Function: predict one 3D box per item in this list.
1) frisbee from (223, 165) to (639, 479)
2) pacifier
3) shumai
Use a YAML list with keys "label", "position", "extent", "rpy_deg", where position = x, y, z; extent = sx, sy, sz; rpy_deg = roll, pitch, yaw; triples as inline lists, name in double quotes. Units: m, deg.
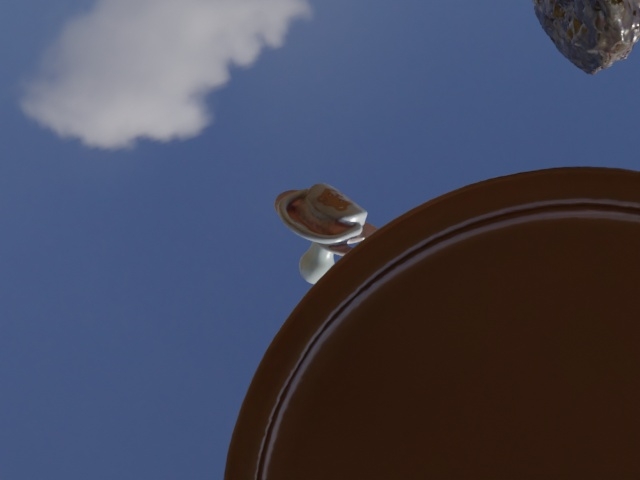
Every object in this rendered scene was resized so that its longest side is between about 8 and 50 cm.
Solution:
- label: "frisbee"
  position: [0.089, 0.100, 0.566]
  extent: [0.250, 0.251, 0.021]
  rpy_deg: [-15, 174, 6]
- label: "pacifier"
  position: [0.000, 0.000, 1.287]
  extent: [0.081, 0.078, 0.099]
  rpy_deg: [-14, -138, -43]
- label: "shumai"
  position: [0.166, -0.162, 0.938]
  extent: [0.105, 0.123, 0.139]
  rpy_deg: [12, -121, 5]
